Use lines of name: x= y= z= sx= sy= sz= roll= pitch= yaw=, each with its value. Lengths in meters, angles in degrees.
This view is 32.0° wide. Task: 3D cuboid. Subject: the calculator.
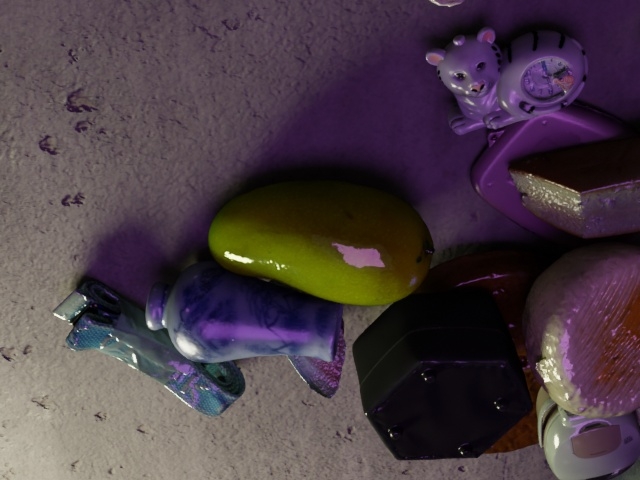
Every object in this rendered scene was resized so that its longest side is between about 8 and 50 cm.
calculator: x=0.336 y=-0.074 z=1.443 sx=0.294 sy=0.043 sz=0.194 roll=24 pitch=126 yaw=-20

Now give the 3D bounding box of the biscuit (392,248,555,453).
biscuit: x=0.270 y=0.164 z=1.630 sx=0.350 sy=0.070 sz=0.394 roll=-9 pitch=131 yaw=-1

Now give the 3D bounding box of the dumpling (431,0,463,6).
dumpling: x=0.132 y=-0.301 z=1.227 sx=0.057 sy=0.052 sz=0.076 roll=-15 pitch=129 yaw=4

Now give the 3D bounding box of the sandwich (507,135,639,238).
sandwich: x=0.367 y=-0.067 z=1.370 sx=0.258 sy=0.096 sz=0.094 roll=-11 pitch=133 yaw=14

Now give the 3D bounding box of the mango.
mango: x=0.000 y=0.000 z=1.432 sx=0.293 sy=0.143 sz=0.175 roll=6 pitch=139 yaw=5

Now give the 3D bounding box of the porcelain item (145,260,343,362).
porcelain item: x=-0.102 y=0.102 z=1.498 sx=0.259 sy=0.141 sz=0.141 roll=7 pitch=131 yaw=4

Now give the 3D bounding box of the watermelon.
watermelon: x=-0.009 y=0.131 z=1.573 sx=0.094 sy=0.081 sz=0.180 roll=-9 pitch=97 yaw=30

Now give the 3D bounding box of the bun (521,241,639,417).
bun: x=0.371 y=0.114 z=1.462 sx=0.244 sy=0.153 sz=0.244 roll=-2 pitch=100 yaw=-14

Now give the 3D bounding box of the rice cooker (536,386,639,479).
rice cooker: x=0.383 y=0.265 z=1.607 sx=0.145 sy=0.127 sz=0.206 roll=-16 pitch=128 yaw=4

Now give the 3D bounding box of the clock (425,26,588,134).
clock: x=0.220 y=-0.203 z=1.301 sx=0.176 sy=0.080 sz=0.117 roll=-16 pitch=129 yaw=13

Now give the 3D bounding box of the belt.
belt: x=-0.239 y=0.157 z=1.585 sx=0.302 sy=0.087 sz=0.072 roll=33 pitch=125 yaw=-27

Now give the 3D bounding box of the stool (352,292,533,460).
stool: x=0.162 y=0.183 z=1.489 sx=0.232 sy=0.141 sz=0.232 roll=-4 pitch=130 yaw=-5

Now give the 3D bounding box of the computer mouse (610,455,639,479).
computer mouse: x=0.584 y=0.372 z=1.799 sx=0.374 sy=0.114 sz=0.203 roll=-28 pitch=124 yaw=10
